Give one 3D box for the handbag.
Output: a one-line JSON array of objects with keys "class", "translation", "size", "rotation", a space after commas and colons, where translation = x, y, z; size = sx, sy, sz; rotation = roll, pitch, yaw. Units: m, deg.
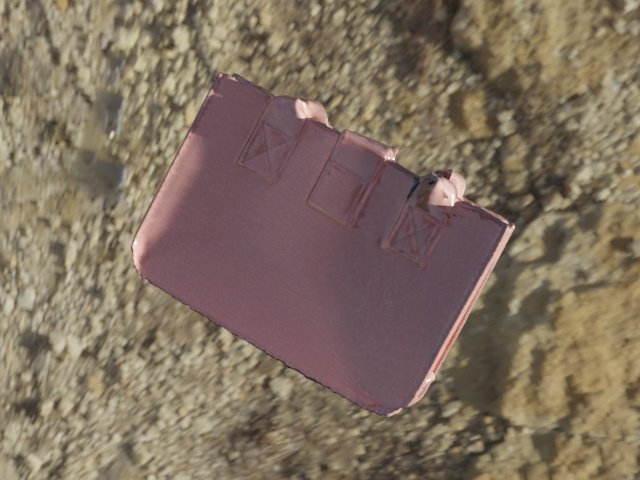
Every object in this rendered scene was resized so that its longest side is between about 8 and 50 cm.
[{"class": "handbag", "translation": [0.000, 0.000, 0.994], "size": [0.212, 0.059, 0.157], "rotation": [29, 98, 12]}]
